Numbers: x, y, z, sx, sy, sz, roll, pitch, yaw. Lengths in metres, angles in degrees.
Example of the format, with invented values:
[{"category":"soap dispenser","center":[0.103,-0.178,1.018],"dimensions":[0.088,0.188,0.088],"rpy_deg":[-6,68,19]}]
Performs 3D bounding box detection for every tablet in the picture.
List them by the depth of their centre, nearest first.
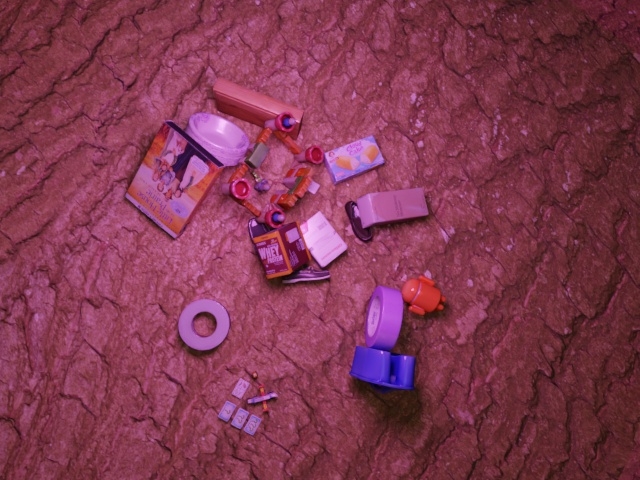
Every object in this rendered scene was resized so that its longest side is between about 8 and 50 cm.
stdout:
[{"category":"tablet","center":[-0.051,-0.270,2.009],"dimensions":[0.083,0.006,0.054],"rpy_deg":[31,79,-2]}]

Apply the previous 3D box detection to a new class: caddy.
[{"category":"caddy","center":[0.264,0.564,1.757],"dimensions":[0.241,0.341,0.180],"rpy_deg":[15,77,-12]}]

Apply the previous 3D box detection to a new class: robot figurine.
[{"category":"robot figurine","center":[0.478,0.258,1.938],"dimensions":[0.219,0.128,0.158],"rpy_deg":[25,107,-4]}]

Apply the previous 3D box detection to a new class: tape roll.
[{"category":"tape roll","center":[0.278,0.345,1.823],"dimensions":[0.090,0.275,0.275],"rpy_deg":[13,80,-5]},{"category":"tape roll","center":[-0.513,0.371,1.824],"dimensions":[0.218,0.072,0.220],"rpy_deg":[1,82,-7]}]

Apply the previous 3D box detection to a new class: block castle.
[{"category":"block castle","center":[-0.193,-0.305,1.817],"dimensions":[0.303,0.212,0.454],"rpy_deg":[42,68,-34]}]

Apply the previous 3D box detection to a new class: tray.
[{"category":"tray","center":[-0.288,-0.609,1.928],"dimensions":[0.410,0.203,0.076],"rpy_deg":[21,78,-4]}]

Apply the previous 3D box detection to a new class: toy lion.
[{"category":"toy lion","center":[-0.294,-0.282,1.946],"dimensions":[0.034,0.096,0.100],"rpy_deg":[-35,127,-10]}]

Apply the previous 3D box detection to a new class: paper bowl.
[{"category":"paper bowl","center":[-0.480,-0.441,1.867],"dimensions":[0.284,0.284,0.148],"rpy_deg":[36,123,-1]}]

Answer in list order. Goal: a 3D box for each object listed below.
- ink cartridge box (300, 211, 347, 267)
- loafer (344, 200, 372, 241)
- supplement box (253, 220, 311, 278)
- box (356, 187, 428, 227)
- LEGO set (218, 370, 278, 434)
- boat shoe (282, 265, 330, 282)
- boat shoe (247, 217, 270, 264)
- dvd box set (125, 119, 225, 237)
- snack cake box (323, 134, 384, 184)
[{"category":"ink cartridge box","center":[0.000,0.000,1.932],"dimensions":[0.158,0.092,0.218],"rpy_deg":[-37,86,-11]},{"category":"loafer","center":[0.182,-0.093,1.975],"dimensions":[0.080,0.078,0.220],"rpy_deg":[-29,86,-10]},{"category":"supplement box","center":[-0.166,0.039,1.818],"dimensions":[0.129,0.194,0.192],"rpy_deg":[-14,99,31]},{"category":"box","center":[0.341,-0.156,1.944],"dimensions":[0.310,0.121,0.148],"rpy_deg":[-10,84,-25]},{"category":"LEGO set","center":[-0.310,0.712,1.808],"dimensions":[0.182,0.060,0.245],"rpy_deg":[32,79,-5]},{"category":"boat shoe","center":[-0.067,0.153,1.906],"dimensions":[0.227,0.081,0.069],"rpy_deg":[-6,86,-5]},{"category":"boat shoe","center":[-0.260,0.021,1.895],"dimensions":[0.102,0.092,0.286],"rpy_deg":[-18,84,-9]},{"category":"dvd box set","center":[-0.643,-0.258,1.787],"dimensions":[0.307,0.062,0.420],"rpy_deg":[41,115,0]},{"category":"snack cake box","center":[0.160,-0.393,2.012],"dimensions":[0.264,0.089,0.152],"rpy_deg":[-23,86,-10]}]
